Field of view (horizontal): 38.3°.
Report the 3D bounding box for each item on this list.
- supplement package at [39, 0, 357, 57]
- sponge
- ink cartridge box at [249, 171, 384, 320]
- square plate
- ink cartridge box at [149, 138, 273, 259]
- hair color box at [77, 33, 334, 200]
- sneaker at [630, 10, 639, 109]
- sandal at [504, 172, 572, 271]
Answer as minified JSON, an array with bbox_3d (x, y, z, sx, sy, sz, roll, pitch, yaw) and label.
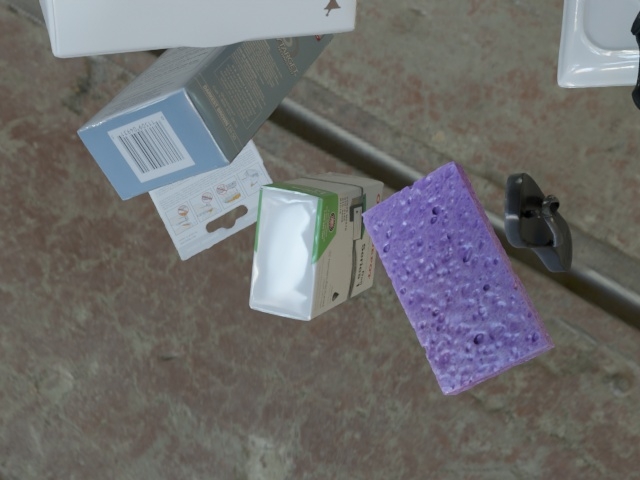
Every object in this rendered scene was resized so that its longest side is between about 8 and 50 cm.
[{"bbox_3d":[-0.102,-0.258,0.566,0.178,0.175,0.293,-10,39,-19],"label":"supplement package"},{"bbox_3d":[0.133,0.037,0.923,0.117,0.031,0.210,-32,70,23],"label":"sponge"},{"bbox_3d":[0.000,0.000,1.221,0.093,0.219,0.160,11,104,23],"label":"ink cartridge box"},{"bbox_3d":[0.577,-0.428,1.533,0.344,0.049,0.347,2,78,21],"label":"square plate"},{"bbox_3d":[-0.176,-0.101,1.419,0.181,0.056,0.224,-29,76,1],"label":"ink cartridge box"},{"bbox_3d":[-0.139,-0.217,1.242,0.185,0.113,0.374,-14,29,33],"label":"hair color box"},{"bbox_3d":[0.394,-0.252,0.937,0.146,0.293,0.102,-11,32,-30],"label":"sneaker"},{"bbox_3d":[0.302,-0.025,1.225,0.055,0.254,0.097,-4,74,31],"label":"sandal"}]
